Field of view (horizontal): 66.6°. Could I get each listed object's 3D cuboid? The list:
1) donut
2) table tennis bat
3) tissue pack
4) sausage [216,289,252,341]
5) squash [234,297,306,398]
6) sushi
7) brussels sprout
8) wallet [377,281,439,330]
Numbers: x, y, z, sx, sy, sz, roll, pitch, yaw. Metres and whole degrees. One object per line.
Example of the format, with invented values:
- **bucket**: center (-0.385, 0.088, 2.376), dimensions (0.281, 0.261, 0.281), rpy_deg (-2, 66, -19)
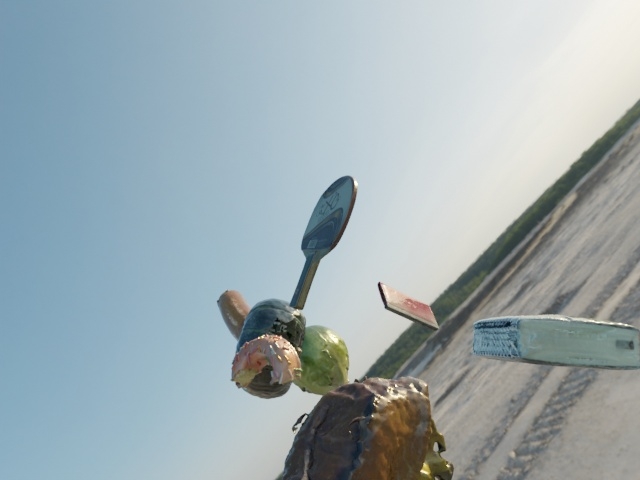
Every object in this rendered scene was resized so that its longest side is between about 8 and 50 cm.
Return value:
- **donut**: center (-0.118, 0.250, 1.029), dimensions (0.166, 0.116, 0.065), rpy_deg (-12, -25, 22)
- **table tennis bat**: center (0.000, 0.000, 1.012), dimensions (0.173, 0.022, 0.301), rpy_deg (-7, 59, 62)
- **tissue pack**: center (0.477, 0.214, 1.036), dimensions (0.315, 0.228, 0.103), rpy_deg (83, -167, -79)
- **sausage**: center (-0.251, 0.254, 1.562), dimensions (0.109, 0.270, 0.108), rpy_deg (-16, -56, -25)
- **squash**: center (-0.127, 0.270, 1.241), dimensions (0.252, 0.165, 0.252), rpy_deg (-164, 90, -88)
- **sushi**: center (0.055, 0.310, 0.636), dimensions (0.167, 0.179, 0.296), rpy_deg (-13, 35, 40)
- **brussels sprout**: center (-0.014, 0.395, 1.611), dimensions (0.244, 0.244, 0.244), rpy_deg (-42, -17, -16)
- **wallet**: center (0.288, 0.217, 1.608), dimensions (0.232, 0.119, 0.025), rpy_deg (26, -60, -27)
